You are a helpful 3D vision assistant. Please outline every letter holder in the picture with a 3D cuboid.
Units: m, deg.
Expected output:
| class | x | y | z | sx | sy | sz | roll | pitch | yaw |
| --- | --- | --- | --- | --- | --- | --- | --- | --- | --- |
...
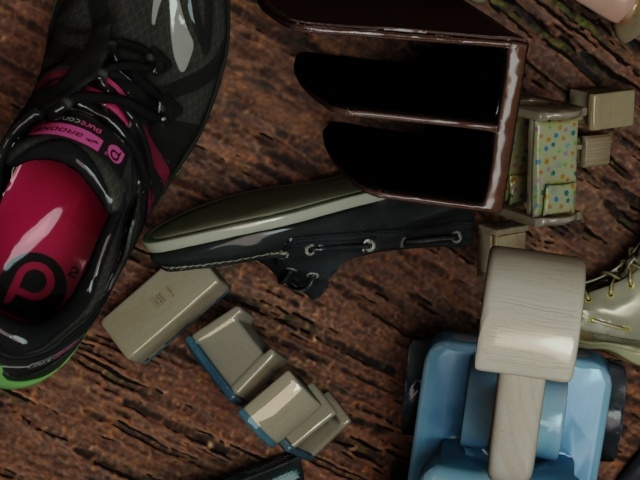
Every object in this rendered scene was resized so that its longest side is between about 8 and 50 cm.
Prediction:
| class | x | y | z | sx | sy | sz | roll | pitch | yaw |
| --- | --- | --- | --- | --- | --- | --- | --- | --- | --- |
| letter holder | 0.043 | -0.141 | 1.598 | 0.214 | 0.302 | 0.152 | 5 | 104 | -8 |

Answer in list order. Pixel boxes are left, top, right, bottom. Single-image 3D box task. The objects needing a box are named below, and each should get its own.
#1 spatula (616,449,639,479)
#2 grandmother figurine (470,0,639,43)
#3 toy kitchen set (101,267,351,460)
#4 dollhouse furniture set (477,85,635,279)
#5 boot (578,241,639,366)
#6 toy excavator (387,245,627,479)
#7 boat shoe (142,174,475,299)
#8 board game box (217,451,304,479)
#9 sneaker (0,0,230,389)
| class | x | y | z | sx | sy | sz | roll | pitch | yaw |
| --- | --- | --- | --- | --- | --- | --- | --- | --- | --- |
| spatula | 0.402 | 0.158 | 1.863 | 0.084 | 0.030 | 0.296 | 32 | 99 | -17 |
| grandmother figurine | 0.183 | -0.322 | 1.681 | 0.342 | 0.104 | 0.207 | 33 | 71 | -11 |
| toy kitchen set | -0.092 | 0.134 | 1.781 | 0.122 | 0.166 | 0.207 | -40 | 69 | 4 |
| dollhouse furniture set | 0.249 | -0.050 | 1.725 | 0.161 | 0.101 | 0.181 | -9 | 108 | -31 |
| boot | 0.305 | 0.035 | 1.775 | 0.213 | 0.077 | 0.165 | 18 | 119 | -17 |
| toy excavator | 0.177 | 0.188 | 1.611 | 0.222 | 0.445 | 0.432 | 8 | 103 | 4 |
| boat shoe | -0.001 | -0.001 | 1.720 | 0.340 | 0.127 | 0.113 | -16 | 108 | -18 |
| board game box | -0.089 | 0.303 | 1.791 | 0.186 | 0.026 | 0.126 | -17 | 107 | -38 |
| sneaker | -0.197 | -0.090 | 1.599 | 0.185 | 0.202 | 0.482 | 20 | 79 | -12 |
